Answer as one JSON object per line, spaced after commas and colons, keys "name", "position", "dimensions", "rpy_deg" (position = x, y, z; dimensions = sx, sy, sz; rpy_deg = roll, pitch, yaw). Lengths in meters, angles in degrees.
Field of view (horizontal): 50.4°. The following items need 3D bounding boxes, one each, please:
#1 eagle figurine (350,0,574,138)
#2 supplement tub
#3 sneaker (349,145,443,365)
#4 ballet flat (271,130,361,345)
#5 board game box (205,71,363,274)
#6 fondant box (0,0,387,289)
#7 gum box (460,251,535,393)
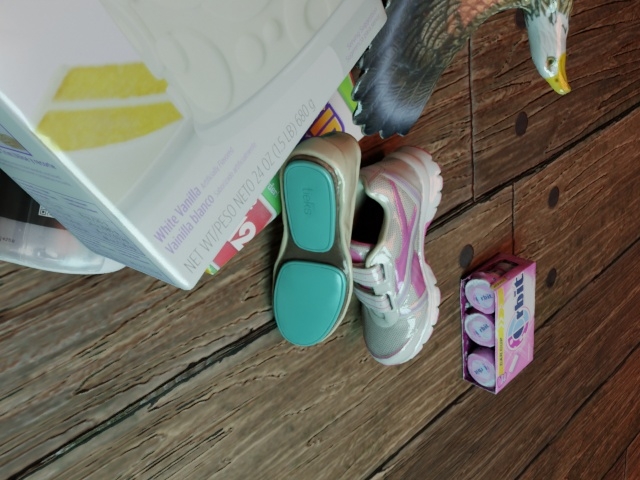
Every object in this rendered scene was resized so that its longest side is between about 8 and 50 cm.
{"name": "eagle figurine", "position": [0.149, -0.220, 0.575], "dimensions": [0.226, 0.298, 0.225], "rpy_deg": [47, 30, -64]}
{"name": "supplement tub", "position": [-0.169, -0.081, 0.464], "dimensions": [0.117, 0.117, 0.190], "rpy_deg": [8, 98, -47]}
{"name": "sneaker", "position": [0.063, 0.023, 0.762], "dimensions": [0.111, 0.103, 0.252], "rpy_deg": [-11, 105, -39]}
{"name": "ballet flat", "position": [0.000, 0.000, 0.679], "dimensions": [0.086, 0.086, 0.248], "rpy_deg": [-30, 143, -36]}
{"name": "board game box", "position": [-0.045, -0.097, 0.651], "dimensions": [0.259, 0.039, 0.124], "rpy_deg": [-47, 133, -28]}
{"name": "fondant box", "position": [-0.107, -0.164, 0.331], "dimensions": [0.238, 0.096, 0.330], "rpy_deg": [-57, 141, -21]}
{"name": "gum box", "position": [0.267, 0.118, 1.020], "dimensions": [0.107, 0.062, 0.188], "rpy_deg": [-28, 122, -37]}
